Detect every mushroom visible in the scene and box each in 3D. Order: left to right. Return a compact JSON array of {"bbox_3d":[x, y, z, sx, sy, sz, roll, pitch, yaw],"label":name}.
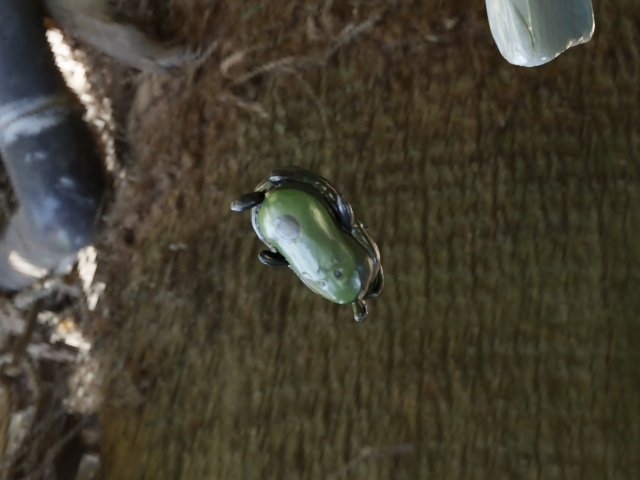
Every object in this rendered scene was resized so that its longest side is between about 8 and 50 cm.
[{"bbox_3d":[0.235,-0.358,1.359,0.122,0.329,0.159,-4,-172,5],"label":"mushroom"}]

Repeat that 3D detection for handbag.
[{"bbox_3d":[0.000,0.000,0.786,0.072,0.047,0.111,-36,100,24],"label":"handbag"}]
